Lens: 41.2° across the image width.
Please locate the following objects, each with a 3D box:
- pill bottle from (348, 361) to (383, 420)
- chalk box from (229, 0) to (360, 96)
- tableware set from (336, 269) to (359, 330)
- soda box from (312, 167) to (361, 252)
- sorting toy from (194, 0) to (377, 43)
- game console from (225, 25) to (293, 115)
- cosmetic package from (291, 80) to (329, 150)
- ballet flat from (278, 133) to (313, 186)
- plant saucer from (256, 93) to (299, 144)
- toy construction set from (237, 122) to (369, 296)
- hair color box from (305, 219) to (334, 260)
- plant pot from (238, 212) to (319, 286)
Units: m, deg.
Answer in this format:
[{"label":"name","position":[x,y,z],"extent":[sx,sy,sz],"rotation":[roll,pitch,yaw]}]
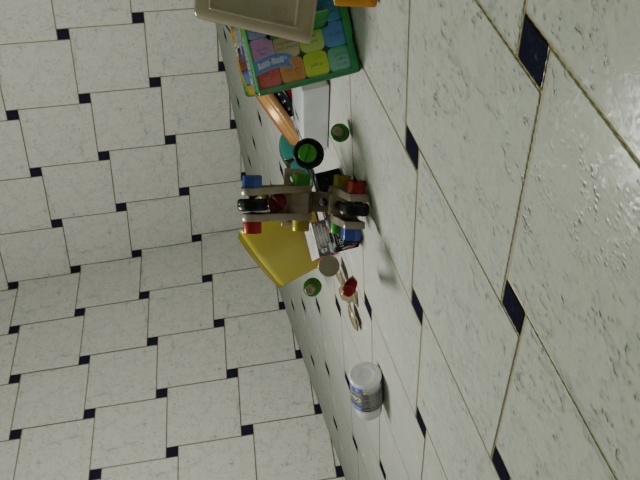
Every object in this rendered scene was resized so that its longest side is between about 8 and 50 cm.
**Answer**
[{"label":"pill bottle","position":[0.109,0.356,1.999],"extent":[0.078,0.078,0.137],"rotation":[-113,12,-47]},{"label":"chalk box","position":[-0.048,-0.345,1.429],"extent":[0.289,0.180,0.179],"rotation":[-132,29,-76]},{"label":"tableware set","position":[0.066,0.132,2.097],"extent":[0.141,0.020,0.168],"rotation":[80,170,-45]},{"label":"soda box","position":[0.035,-0.064,1.802],"extent":[0.053,0.060,0.168],"rotation":[109,146,-73]},{"label":"sorting toy","position":[-0.086,-0.385,1.218],"extent":[0.196,0.348,0.047],"rotation":[100,-175,-48]},{"label":"game console","position":[-0.161,-0.460,2.004],"extent":[0.386,0.060,0.342],"rotation":[56,174,-9]},{"label":"cosmetic package","position":[-0.024,-0.287,1.798],"extent":[0.239,0.060,0.099],"rotation":[91,162,-63]},{"label":"ballet flat","position":[-0.062,-0.203,2.229],"extent":[0.070,0.070,0.188],"rotation":[89,168,-59]},{"label":"plant saucer","position":[-0.106,-0.312,2.124],"extent":[0.200,0.037,0.200],"rotation":[54,180,1]},{"label":"toy construction set","position":[-0.006,-0.040,1.694],"extent":[0.237,0.257,0.308],"rotation":[-33,-79,-82]},{"label":"hair color box","position":[0.000,0.000,2.193],"extent":[0.167,0.053,0.093],"rotation":[146,111,-83]},{"label":"plant pot","position":[-0.092,0.016,2.387],"extent":[0.187,0.212,0.212],"rotation":[62,171,2]}]
